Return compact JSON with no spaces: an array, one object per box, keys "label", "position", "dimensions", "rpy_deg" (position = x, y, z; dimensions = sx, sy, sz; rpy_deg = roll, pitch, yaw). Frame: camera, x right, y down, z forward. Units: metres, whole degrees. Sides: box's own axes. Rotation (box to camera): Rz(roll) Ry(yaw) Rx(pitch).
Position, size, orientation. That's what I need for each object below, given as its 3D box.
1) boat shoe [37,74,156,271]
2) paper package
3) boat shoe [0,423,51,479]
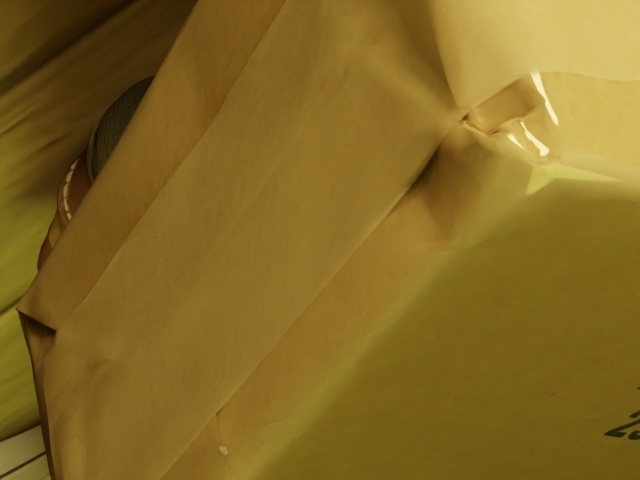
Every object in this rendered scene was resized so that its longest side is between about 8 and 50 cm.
[{"label":"boat shoe","position":[0.000,0.000,0.734],"dimensions":[0.324,0.123,0.120],"rpy_deg":[11,139,-41]},{"label":"paper package","position":[0.091,0.019,0.523],"dimensions":[0.324,0.168,0.309],"rpy_deg":[7,141,-31]},{"label":"boat shoe","position":[-0.133,0.148,0.874],"dimensions":[0.267,0.088,0.096],"rpy_deg":[-24,153,-10]}]
